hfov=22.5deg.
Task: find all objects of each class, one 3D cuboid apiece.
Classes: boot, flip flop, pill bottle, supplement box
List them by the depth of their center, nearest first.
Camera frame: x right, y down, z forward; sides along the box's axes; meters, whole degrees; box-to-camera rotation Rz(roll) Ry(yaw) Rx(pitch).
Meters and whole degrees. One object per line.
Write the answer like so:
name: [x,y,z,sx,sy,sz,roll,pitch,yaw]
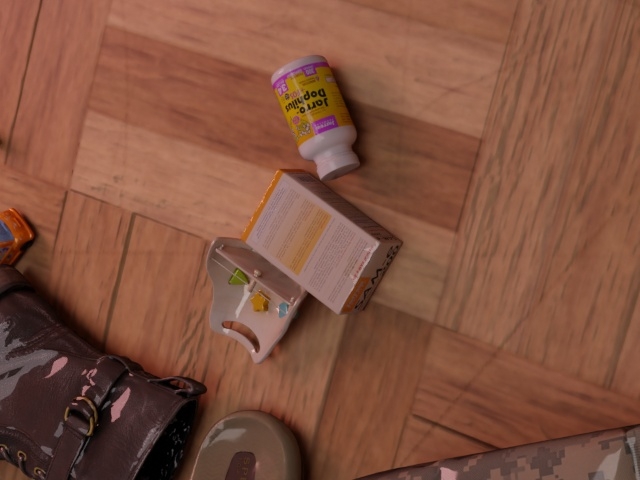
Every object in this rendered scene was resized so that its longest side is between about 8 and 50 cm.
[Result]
flip flop: [-0.072,0.247,1.120,0.112,0.080,0.277,3,69,18]
pill bottle: [-0.001,-0.086,1.137,0.043,0.043,0.083,-28,78,27]
supplement box: [0.000,0.000,1.144,0.098,0.036,0.062,38,109,23]
boot: [-0.224,0.167,1.245,0.229,0.091,0.263,36,106,24]

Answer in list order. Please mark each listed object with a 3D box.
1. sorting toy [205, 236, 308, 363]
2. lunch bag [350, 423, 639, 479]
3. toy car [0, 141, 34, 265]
sorting toy: [-0.049,0.048,1.173,0.083,0.045,0.075,36,115,23]
lunch bag: [0.152,0.267,0.994,0.235,0.169,0.287,-16,79,29]
toy car: [-0.276,-0.031,1.296,0.060,0.040,0.122,-29,78,27]
